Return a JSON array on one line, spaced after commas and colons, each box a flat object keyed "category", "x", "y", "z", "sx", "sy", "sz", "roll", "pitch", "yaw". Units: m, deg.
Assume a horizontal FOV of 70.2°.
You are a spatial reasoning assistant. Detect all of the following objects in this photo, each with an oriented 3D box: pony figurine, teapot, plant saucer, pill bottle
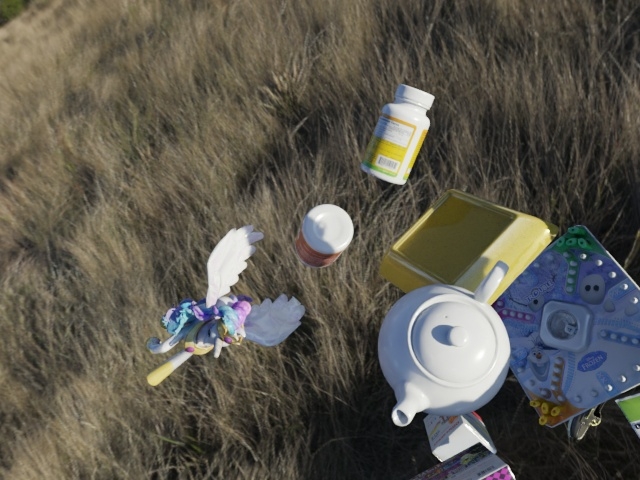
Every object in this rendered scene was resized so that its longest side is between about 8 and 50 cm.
[{"category": "pony figurine", "x": -0.240, "y": 0.181, "z": 1.100, "sx": 0.363, "sy": 0.303, "sz": 0.351, "roll": -25, "pitch": 17, "yaw": 37}, {"category": "teapot", "x": 0.225, "y": 0.178, "z": 0.799, "sx": 0.252, "sy": 0.187, "sz": 0.256, "roll": -6, "pitch": 66, "yaw": 0}, {"category": "plant saucer", "x": 0.329, "y": 0.007, "z": 1.113, "sx": 0.333, "sy": 0.081, "sz": 0.333, "roll": -45, "pitch": 35, "yaw": -6}, {"category": "pill bottle", "x": 0.214, "y": -0.289, "z": 1.245, "sx": 0.136, "sy": 0.136, "sz": 0.246, "roll": 40, "pitch": 116, "yaw": 46}, {"category": "pill bottle", "x": 0.000, "y": 0.000, "z": 1.139, "sx": 0.121, "sy": 0.216, "sz": 0.121, "roll": 3, "pitch": 73, "yaw": -10}]

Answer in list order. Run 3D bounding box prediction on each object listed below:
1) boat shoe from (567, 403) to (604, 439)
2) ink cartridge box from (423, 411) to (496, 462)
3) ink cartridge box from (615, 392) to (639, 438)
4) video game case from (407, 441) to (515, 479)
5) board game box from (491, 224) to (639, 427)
[{"category": "boat shoe", "x": 0.880, "y": 0.558, "z": 1.485, "sx": 0.068, "sy": 0.081, "sz": 0.228, "roll": 29, "pitch": 107, "yaw": 51}, {"category": "ink cartridge box", "x": 0.395, "y": 0.559, "z": 1.309, "sx": 0.128, "sy": 0.127, "sz": 0.176, "roll": -49, "pitch": 2, "yaw": 9}, {"category": "ink cartridge box", "x": 0.779, "y": 0.401, "z": 0.946, "sx": 0.188, "sy": 0.097, "sz": 0.255, "roll": -34, "pitch": 81, "yaw": 32}, {"category": "video game case", "x": 0.307, "y": 0.559, "z": 1.054, "sx": 0.232, "sy": 0.210, "sz": 0.042, "roll": -27, "pitch": 79, "yaw": -3}, {"category": "board game box", "x": 0.628, "y": 0.220, "z": 1.183, "sx": 0.390, "sy": 0.050, "sz": 0.390, "roll": -49, "pitch": 47, "yaw": 33}]
